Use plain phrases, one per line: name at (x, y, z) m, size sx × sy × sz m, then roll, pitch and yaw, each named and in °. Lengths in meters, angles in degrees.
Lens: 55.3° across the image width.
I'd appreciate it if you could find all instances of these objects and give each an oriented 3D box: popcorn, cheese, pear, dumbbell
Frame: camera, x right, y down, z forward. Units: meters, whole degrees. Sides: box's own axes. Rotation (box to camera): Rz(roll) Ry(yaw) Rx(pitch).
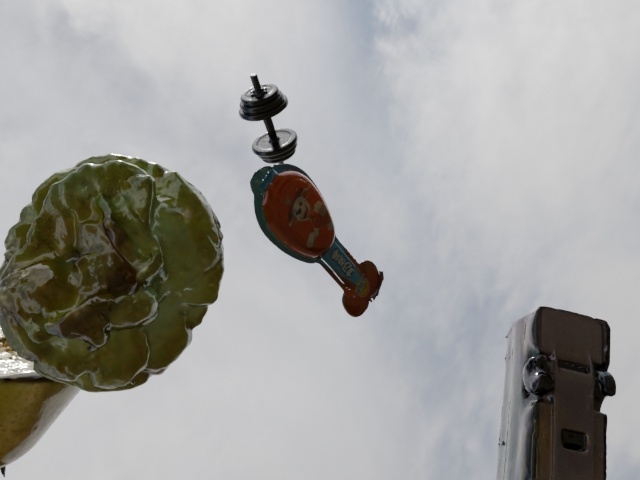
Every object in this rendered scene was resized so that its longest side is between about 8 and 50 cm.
popcorn at (-0.198, 0.028, 0.578) m, size 0.184 × 0.204 × 0.221 m, roll 45°, pitch -120°, yaw -67°
cheese at (0.000, 0.000, 0.776) m, size 0.256 × 0.037 × 0.106 m, roll 47°, pitch -122°, yaw -29°
pear at (-0.405, 0.187, 0.751) m, size 0.267 × 0.267 × 0.178 m, roll 12°, pitch -82°, yaw -42°
dumbbell at (-0.101, -0.229, 1.201) m, size 0.099 × 0.099 × 0.208 m, roll -37°, pitch -49°, yaw -25°

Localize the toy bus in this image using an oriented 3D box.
toy bus at (0.270, 0.246, 0.728) m, size 0.113 × 0.138 × 0.316 m, roll 16°, pitch -112°, yaw -5°
